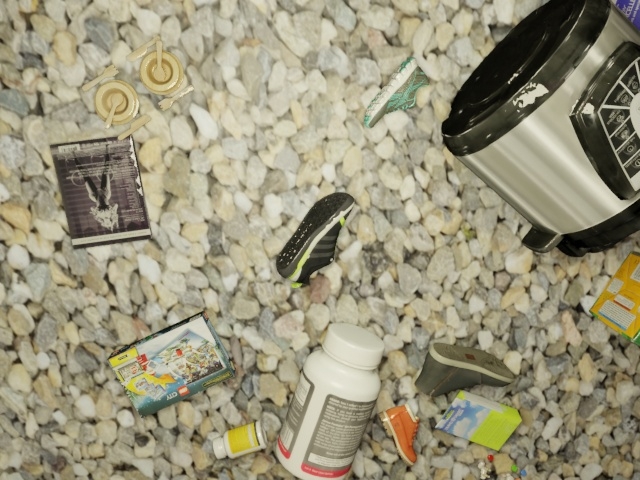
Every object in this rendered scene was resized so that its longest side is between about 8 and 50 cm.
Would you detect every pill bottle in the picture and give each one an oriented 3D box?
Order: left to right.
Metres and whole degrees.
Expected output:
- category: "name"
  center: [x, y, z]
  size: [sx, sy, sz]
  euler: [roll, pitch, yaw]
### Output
- category: "pill bottle"
  center: [-0.186, 0.466, 1.296]
  size: [0.116, 0.065, 0.065]
  euler: [-18, 104, -1]
- category: "pill bottle"
  center: [0.029, 0.351, 1.229]
  size: [0.176, 0.176, 0.319]
  euler: [17, 102, -9]

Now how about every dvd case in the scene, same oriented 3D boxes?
- category: "dvd case"
  center: [-0.451, -0.099, 1.161]
  size: [0.164, 0.018, 0.221]
  euler: [-8, 103, -4]

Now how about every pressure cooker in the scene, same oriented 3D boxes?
- category: "pressure cooker"
  center: [0.491, -0.198, 1.043]
  size: [0.420, 0.376, 0.370]
  euler: [39, 136, -13]

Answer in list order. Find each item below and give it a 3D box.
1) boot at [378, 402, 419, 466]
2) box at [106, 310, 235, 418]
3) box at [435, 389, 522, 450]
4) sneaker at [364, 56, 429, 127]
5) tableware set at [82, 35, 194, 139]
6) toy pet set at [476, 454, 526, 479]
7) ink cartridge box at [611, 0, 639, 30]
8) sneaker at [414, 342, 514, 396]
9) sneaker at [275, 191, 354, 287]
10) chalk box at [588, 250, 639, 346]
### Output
- category: "boot"
  center: [0.208, 0.463, 1.334]
  size: [0.084, 0.059, 0.158]
  euler: [-26, 103, -3]
- category: "box"
  center: [-0.330, 0.277, 1.248]
  size: [0.233, 0.044, 0.159]
  euler: [-24, 104, 1]
- category: "box"
  center: [0.373, 0.427, 1.336]
  size: [0.178, 0.042, 0.109]
  euler: [22, 113, -10]
- category: "sneaker"
  center: [0.159, -0.289, 1.145]
  size: [0.076, 0.065, 0.166]
  euler: [38, 99, -16]
- category: "tableware set"
  center: [-0.360, -0.303, 1.100]
  size: [0.194, 0.039, 0.128]
  euler: [-34, 100, 1]
- category: "toy pet set"
  center: [0.436, 0.608, 1.398]
  size: [0.122, 0.065, 0.114]
  euler: [29, 65, -14]
- category: "ink cartridge box"
  center: [0.673, -0.497, 1.067]
  size: [0.307, 0.072, 0.304]
  euler: [16, 118, 11]
- category: "sneaker"
  center: [0.333, 0.317, 1.307]
  size: [0.222, 0.083, 0.118]
  euler: [18, 116, -11]
- category: "sneaker"
  center: [0.000, 0.000, 1.206]
  size: [0.097, 0.084, 0.235]
  euler: [35, 100, -36]
- category: "chalk box"
  center: [0.803, 0.184, 1.252]
  size: [0.289, 0.180, 0.179]
  euler: [30, 99, -10]
